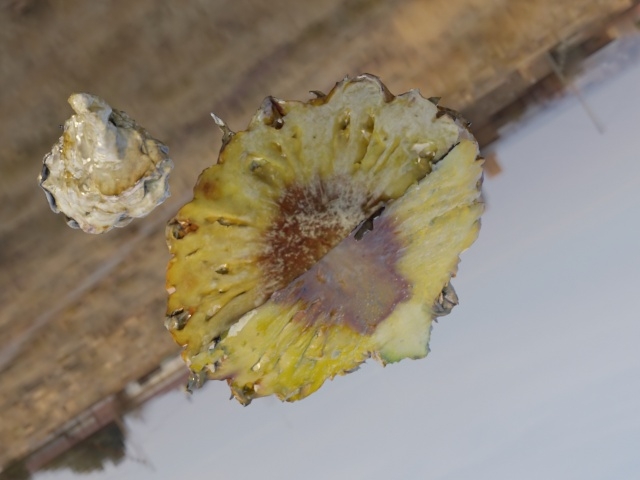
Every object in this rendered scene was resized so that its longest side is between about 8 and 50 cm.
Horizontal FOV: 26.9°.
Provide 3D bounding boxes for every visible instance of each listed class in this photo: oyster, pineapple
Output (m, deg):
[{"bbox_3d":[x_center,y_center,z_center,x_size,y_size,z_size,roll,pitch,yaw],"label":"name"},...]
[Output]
[{"bbox_3d":[-0.238,-0.076,1.449,0.163,0.191,0.081,-15,-146,15],"label":"oyster"},{"bbox_3d":[0.001,0.002,1.295,0.344,0.209,0.286,-40,148,1],"label":"pineapple"}]
